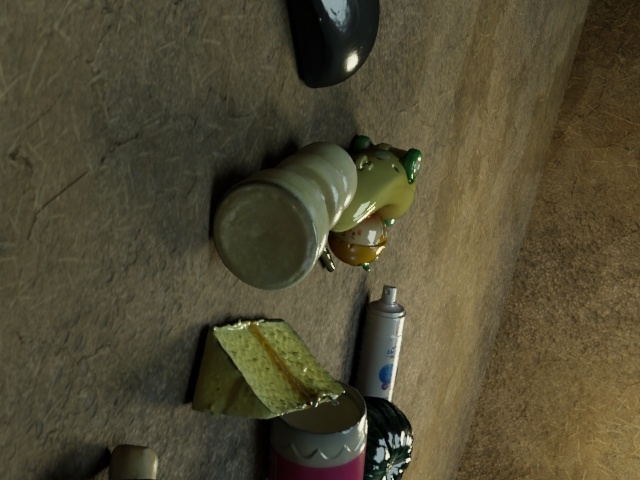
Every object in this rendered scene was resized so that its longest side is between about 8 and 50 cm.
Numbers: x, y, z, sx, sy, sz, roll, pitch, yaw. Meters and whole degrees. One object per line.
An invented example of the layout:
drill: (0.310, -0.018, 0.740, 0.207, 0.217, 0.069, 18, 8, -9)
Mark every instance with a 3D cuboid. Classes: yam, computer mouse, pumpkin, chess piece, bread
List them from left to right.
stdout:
bread: (-0.093, 0.206, 1.608, 0.178, 0.142, 0.266, 65, 18, 13)
chess piece: (-0.028, -0.056, 1.558, 0.299, 0.167, 0.167, -45, 144, -60)
yam: (-0.001, -0.001, 1.821, 0.234, 0.029, 0.027, 68, 30, -58)
computer mouse: (0.032, -0.349, 1.584, 0.269, 0.100, 0.170, 78, 31, -50)
pumpkin: (0.090, 0.425, 2.119, 0.220, 0.162, 0.220, -28, 136, -31)

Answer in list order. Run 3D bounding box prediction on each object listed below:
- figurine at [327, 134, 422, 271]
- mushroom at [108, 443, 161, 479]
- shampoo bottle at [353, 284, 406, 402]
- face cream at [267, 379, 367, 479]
figurine: (0.078, -0.061, 1.863, 0.324, 0.124, 0.222, -34, 139, -63)
mushroom: (-0.232, 0.343, 1.277, 0.215, 0.207, 0.207, -99, -178, -47)
shampoo bottle: (0.127, 0.239, 2.216, 0.092, 0.092, 0.303, -27, 129, -63)
face cream: (-0.006, 0.368, 1.846, 0.175, 0.175, 0.195, -43, 141, -55)
